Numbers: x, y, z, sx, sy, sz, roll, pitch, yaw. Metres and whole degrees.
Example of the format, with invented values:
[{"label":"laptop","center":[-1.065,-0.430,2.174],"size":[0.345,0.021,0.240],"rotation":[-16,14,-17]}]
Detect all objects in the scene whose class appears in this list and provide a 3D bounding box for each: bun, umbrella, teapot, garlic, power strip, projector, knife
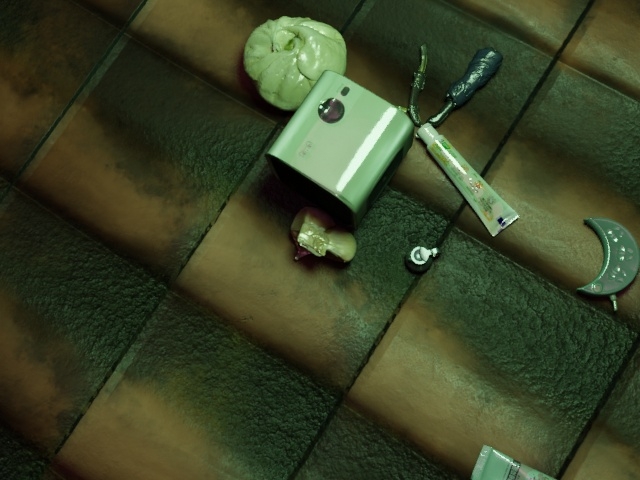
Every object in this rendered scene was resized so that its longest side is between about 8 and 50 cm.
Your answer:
[{"label":"bun","center":[-0.066,-0.444,1.939],"size":[0.259,0.160,0.259],"rotation":[-1,80,3]},{"label":"umbrella","center":[0.353,-0.371,1.943],"size":[0.071,0.071,0.248],"rotation":[39,90,12]},{"label":"teapot","center":[0.243,0.037,1.857],"size":[0.088,0.057,0.066],"rotation":[-17,78,2]},{"label":"garlic","center":[0.004,-0.003,1.876],"size":[0.174,0.099,0.124],"rotation":[33,64,7]},{"label":"power strip","center":[0.667,0.055,1.824],"size":[0.137,0.044,0.216],"rotation":[6,78,6]},{"label":"projector","center":[0.047,-0.207,1.829],"size":[0.248,0.248,0.249],"rotation":[33,83,10]},{"label":"knife","center":[0.243,-0.391,1.968],"size":[0.045,0.021,0.222],"rotation":[6,81,-9]}]

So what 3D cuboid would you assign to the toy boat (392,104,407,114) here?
[{"label":"toy boat","center":[0.154,-0.315,1.963],"size":[0.115,0.016,0.063],"rotation":[16,79,9]}]

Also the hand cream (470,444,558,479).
[{"label":"hand cream","center":[0.502,0.550,1.730],"size":[0.331,0.058,0.085],"rotation":[20,97,14]}]

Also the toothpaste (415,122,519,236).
[{"label":"toothpaste","center":[0.346,-0.155,1.895],"size":[0.056,0.058,0.314],"rotation":[-30,79,-44]}]
